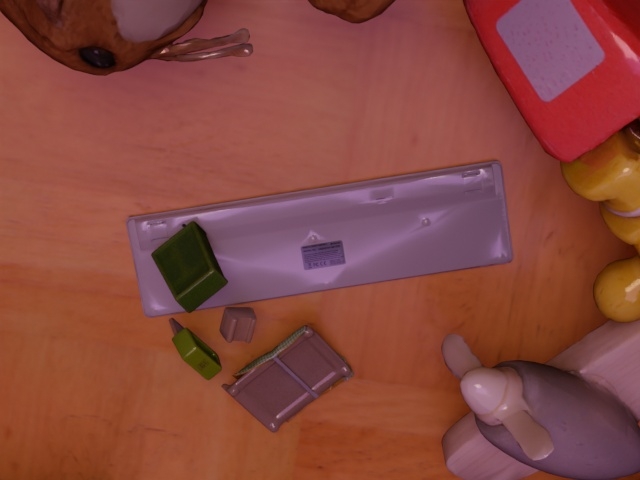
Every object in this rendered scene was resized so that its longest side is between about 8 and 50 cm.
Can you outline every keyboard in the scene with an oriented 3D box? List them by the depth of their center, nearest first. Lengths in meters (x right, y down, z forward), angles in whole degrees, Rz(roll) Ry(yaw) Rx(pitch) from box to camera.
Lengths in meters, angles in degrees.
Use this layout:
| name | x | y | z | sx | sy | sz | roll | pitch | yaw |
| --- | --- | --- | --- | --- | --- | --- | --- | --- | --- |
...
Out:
| name | x | y | z | sx | sy | sz | roll | pitch | yaw |
| --- | --- | --- | --- | --- | --- | --- | --- | --- | --- |
| keyboard | 0.000 | 0.000 | 0.894 | 0.256 | 0.014 | 0.072 | -9 | 110 | 2 |

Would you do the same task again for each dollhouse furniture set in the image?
| name | x | y | z | sx | sy | sz | roll | pitch | yaw |
| --- | --- | --- | --- | --- | --- | --- | --- | --- | --- |
| dollhouse furniture set | -0.053 | 0.059 | 0.895 | 0.076 | 0.058 | 0.152 | -39 | 128 | 5 |

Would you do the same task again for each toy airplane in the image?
| name | x | y | z | sx | sy | sz | roll | pitch | yaw |
| --- | --- | --- | --- | --- | --- | --- | --- | --- | --- |
| toy airplane | 0.261 | 0.018 | 0.763 | 0.384 | 0.272 | 0.386 | 5 | 121 | 7 |

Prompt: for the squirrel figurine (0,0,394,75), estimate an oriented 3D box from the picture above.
| name | x | y | z | sx | sy | sz | roll | pitch | yaw |
| --- | --- | --- | --- | --- | --- | --- | --- | --- | --- |
| squirrel figurine | -0.058 | -0.286 | 0.709 | 0.370 | 0.281 | 0.397 | -32 | 66 | 31 |
